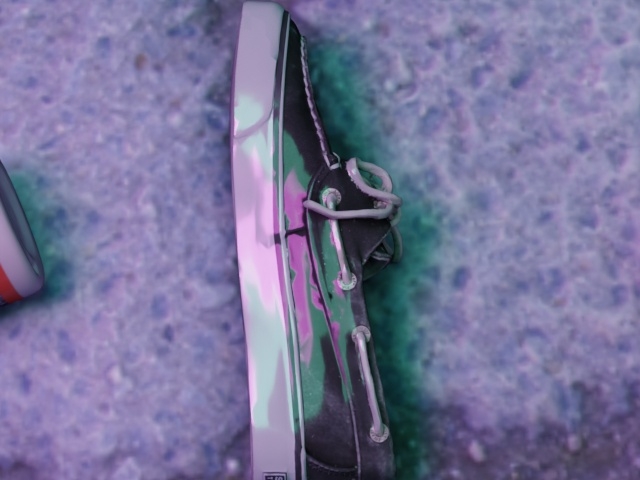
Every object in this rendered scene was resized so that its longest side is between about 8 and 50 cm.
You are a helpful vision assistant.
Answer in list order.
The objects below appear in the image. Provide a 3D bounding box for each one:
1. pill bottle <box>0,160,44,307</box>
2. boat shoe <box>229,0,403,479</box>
[{"bbox_3d":[-0.281,0.017,1.129,0.193,0.108,0.108,-22,70,-1],"label":"pill bottle"},{"bbox_3d":[0.000,-0.001,1.103,0.105,0.113,0.306,-4,73,-2],"label":"boat shoe"}]
